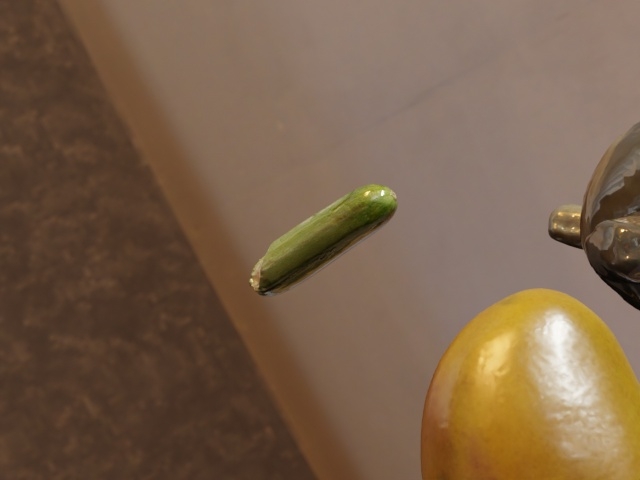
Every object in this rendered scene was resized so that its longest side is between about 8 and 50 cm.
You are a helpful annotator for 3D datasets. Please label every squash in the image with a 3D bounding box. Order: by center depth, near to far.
[{"bbox_3d":[0.000,0.000,2.201,0.069,0.239,0.069,51,15,-19],"label":"squash"}]

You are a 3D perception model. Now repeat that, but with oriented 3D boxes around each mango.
[{"bbox_3d":[0.263,0.270,1.843,0.232,0.300,0.445,112,-29,-75],"label":"mango"}]

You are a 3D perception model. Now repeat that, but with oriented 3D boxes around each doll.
[{"bbox_3d":[0.377,0.039,1.449,0.378,0.252,0.382,57,9,6],"label":"doll"}]
